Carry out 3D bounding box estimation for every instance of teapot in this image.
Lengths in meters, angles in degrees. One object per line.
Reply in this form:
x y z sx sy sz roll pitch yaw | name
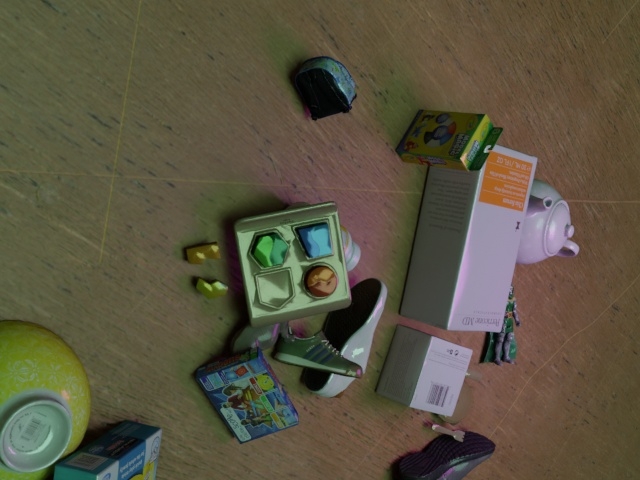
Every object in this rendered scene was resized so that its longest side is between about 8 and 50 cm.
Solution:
0.582 -0.040 2.077 0.256 0.187 0.252 -27 124 -46 | teapot

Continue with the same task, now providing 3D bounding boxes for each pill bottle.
0.000 0.000 1.638 0.184 0.103 0.103 33 77 -42 | pill bottle

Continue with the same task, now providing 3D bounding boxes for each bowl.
-0.478 0.284 1.237 0.289 0.156 0.289 -11 107 -41 | bowl

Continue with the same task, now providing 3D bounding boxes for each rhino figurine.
-0.097 0.167 1.611 0.243 0.073 0.106 -53 132 -22 | rhino figurine

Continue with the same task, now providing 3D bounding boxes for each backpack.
0.009 -0.316 1.578 0.114 0.105 0.084 55 41 -34 | backpack

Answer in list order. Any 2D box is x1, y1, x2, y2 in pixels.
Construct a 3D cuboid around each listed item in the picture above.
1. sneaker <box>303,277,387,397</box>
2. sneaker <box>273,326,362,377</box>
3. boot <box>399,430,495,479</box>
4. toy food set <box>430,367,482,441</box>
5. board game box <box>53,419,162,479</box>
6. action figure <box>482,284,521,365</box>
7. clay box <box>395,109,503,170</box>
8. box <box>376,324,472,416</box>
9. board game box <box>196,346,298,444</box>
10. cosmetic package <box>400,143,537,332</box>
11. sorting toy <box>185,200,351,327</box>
0.073 0.222 1.767 0.123 0.106 0.290 34 86 -47 | sneaker
0.001 0.234 1.664 0.064 0.192 0.086 93 9 -77 | sneaker
0.322 0.655 2.094 0.338 0.118 0.222 -10 113 -33 | boot
0.356 0.430 2.098 0.132 0.038 0.192 24 78 -24 | toy food set
-0.377 0.512 1.343 0.254 0.079 0.336 -17 116 -78 | board game box
0.517 0.232 2.191 0.137 0.063 0.232 -4 99 -38 | action figure
0.291 -0.228 1.767 0.053 0.222 0.127 44 70 -39 | clay box
0.258 0.323 1.934 0.181 0.119 0.181 23 84 -43 | box
-0.144 0.315 1.573 0.136 0.035 0.201 -20 121 8 | board game box
0.366 -0.013 1.928 0.230 0.161 0.453 7 95 -43 | cosmetic package
-0.095 0.059 1.518 0.307 0.041 0.229 -12 105 -14 | sorting toy
